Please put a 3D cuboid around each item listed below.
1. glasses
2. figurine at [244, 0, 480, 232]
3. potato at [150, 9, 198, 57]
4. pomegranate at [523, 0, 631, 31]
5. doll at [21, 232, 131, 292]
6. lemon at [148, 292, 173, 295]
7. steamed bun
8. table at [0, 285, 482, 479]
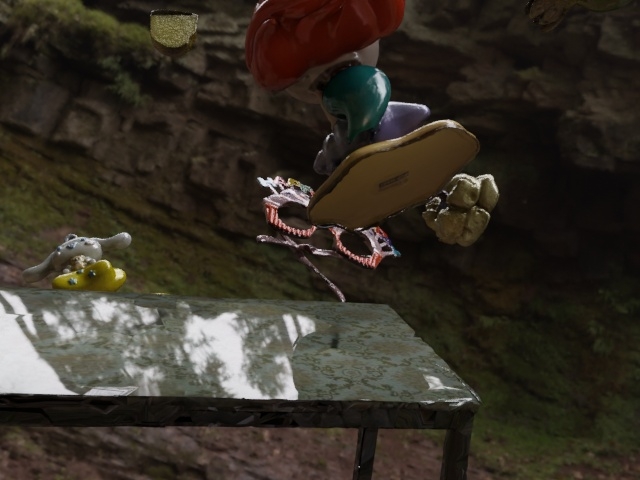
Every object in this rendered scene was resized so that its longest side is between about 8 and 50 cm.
[{"bbox_3d":[0.004,-0.008,1.212,0.255,0.162,0.095,27,-53,-11],"label":"glasses"},{"bbox_3d":[0.020,-0.162,0.737,0.181,0.257,0.208,-40,-25,30],"label":"figurine"},{"bbox_3d":[-0.286,-0.385,1.511,0.096,0.103,0.066,3,-35,1],"label":"potato"},{"bbox_3d":[0.428,-0.428,1.243,0.179,0.179,0.211,22,-49,-4],"label":"pomegranate"},{"bbox_3d":[-0.297,0.033,0.999,0.113,0.135,0.072,32,-31,29],"label":"doll"},{"bbox_3d":[-0.222,0.115,1.102,0.110,0.082,0.082,-1,-32,26],"label":"lemon"},{"bbox_3d":[0.321,-0.085,1.821,0.106,0.192,0.177,33,4,-17],"label":"steamed bun"},{"bbox_3d":[-0.096,0.197,0.558,0.334,0.273,0.222,4,11,-11],"label":"table"}]
